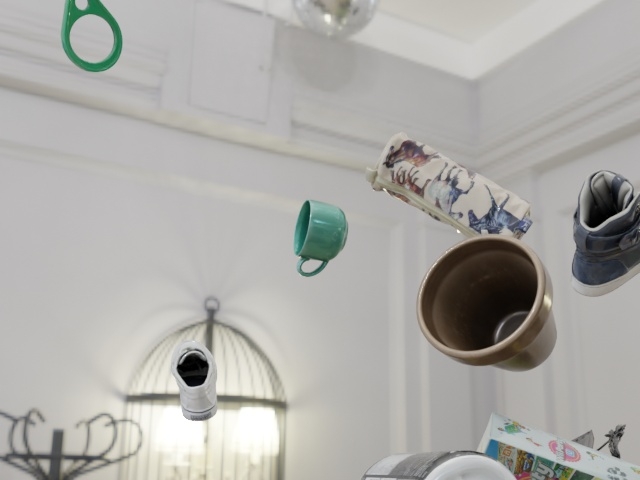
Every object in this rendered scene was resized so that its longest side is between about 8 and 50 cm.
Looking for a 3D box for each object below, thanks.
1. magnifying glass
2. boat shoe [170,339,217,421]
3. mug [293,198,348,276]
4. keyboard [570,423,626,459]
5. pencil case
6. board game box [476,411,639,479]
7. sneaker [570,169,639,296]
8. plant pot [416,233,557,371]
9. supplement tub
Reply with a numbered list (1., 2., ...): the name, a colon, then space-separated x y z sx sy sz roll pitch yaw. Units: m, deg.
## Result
1. magnifying glass: -0.364 -0.369 1.278 0.092 0.231 0.026 -24 26 -27
2. boat shoe: -0.243 0.248 1.652 0.095 0.084 0.258 -9 24 -15
3. mug: 0.000 -0.009 1.879 0.097 0.129 0.158 11 -54 -15
4. keyboard: 0.522 0.444 1.690 0.201 0.033 0.317 -35 -7 21
5. pencil case: 0.315 -0.108 2.080 0.410 0.183 0.160 30 -48 6
6. board game box: 0.411 0.466 1.507 0.303 0.224 0.097 19 23 7
7. sneaker: 0.426 -0.042 1.126 0.226 0.086 0.163 -34 -46 -18
8. plant pot: 0.352 0.152 1.664 0.263 0.263 0.229 -10 -35 32
9. supplement tub: 0.164 0.422 1.297 0.193 0.194 0.316 5 -16 -16
